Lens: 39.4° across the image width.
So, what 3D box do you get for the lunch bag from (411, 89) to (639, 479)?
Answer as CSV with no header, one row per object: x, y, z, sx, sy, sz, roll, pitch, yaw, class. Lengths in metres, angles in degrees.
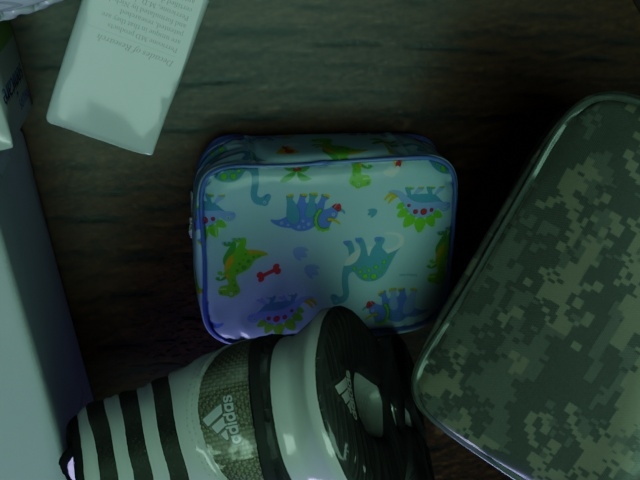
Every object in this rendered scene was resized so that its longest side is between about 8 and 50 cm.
0.230,0.041,0.729,0.213,0.256,0.305,31,106,14,lunch bag

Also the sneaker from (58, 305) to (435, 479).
-0.052,0.171,0.719,0.258,0.169,0.447,-13,157,11,sneaker

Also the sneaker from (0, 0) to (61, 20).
-0.228,-0.161,0.502,0.292,0.118,0.110,-22,114,-5,sneaker

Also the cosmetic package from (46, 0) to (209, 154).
-0.118,-0.190,0.637,0.086,0.117,0.231,17,110,-15,cosmetic package

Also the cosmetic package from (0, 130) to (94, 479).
-0.311,0.159,0.732,0.230,0.161,0.453,-11,114,-5,cosmetic package

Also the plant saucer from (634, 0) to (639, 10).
0.395,-0.285,0.724,0.311,0.050,0.310,-3,114,-7,plant saucer

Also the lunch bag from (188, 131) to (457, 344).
0.000,0.000,0.755,0.219,0.090,0.176,-4,114,-9,lunch bag

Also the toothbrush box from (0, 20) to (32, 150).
-0.337,-0.191,0.596,0.206,0.122,0.283,-11,116,-6,toothbrush box
